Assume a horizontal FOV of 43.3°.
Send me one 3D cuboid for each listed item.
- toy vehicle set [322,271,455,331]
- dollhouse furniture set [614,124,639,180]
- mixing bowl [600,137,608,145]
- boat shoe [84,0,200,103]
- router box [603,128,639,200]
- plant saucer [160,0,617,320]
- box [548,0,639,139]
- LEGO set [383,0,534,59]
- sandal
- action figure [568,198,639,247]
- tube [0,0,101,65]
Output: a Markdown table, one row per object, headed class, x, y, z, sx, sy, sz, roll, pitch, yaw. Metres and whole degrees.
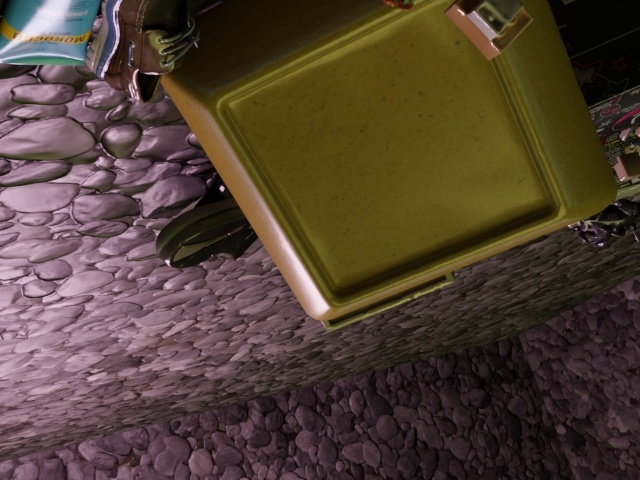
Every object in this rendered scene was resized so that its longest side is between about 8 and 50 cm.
| class | x | y | z | sx | sy | sz | roll | pitch | yaw |
| --- | --- | --- | --- | --- | --- | --- | --- | --- | --- |
| toy vehicle set | 0.024 | -0.038 | 0.909 | 0.166 | 0.267 | 0.035 | -22 | -160 | 15 |
| dollhouse furniture set | 0.376 | -0.151 | 1.040 | 0.181 | 0.161 | 0.101 | -13 | 162 | -19 |
| mixing bowl | 0.265 | -0.115 | 0.995 | 0.181 | 0.098 | 0.181 | 10 | 141 | 8 |
| boat shoe | -0.125 | -0.164 | 0.615 | 0.066 | 0.066 | 0.183 | -50 | -172 | -26 |
| router box | 0.426 | -0.122 | 1.240 | 0.178 | 0.133 | 0.046 | -20 | -155 | 7 |
| plant saucer | 0.061 | -0.087 | 0.704 | 0.332 | 0.333 | 0.081 | -23 | -154 | 15 |
| box | 0.212 | -0.170 | 0.815 | 0.247 | 0.163 | 0.142 | -23 | 165 | 14 |
| LEGO set | 0.003 | -0.206 | 0.550 | 0.287 | 0.132 | 0.107 | 17 | 153 | -24 |
| sandal | -0.116 | -0.038 | 0.995 | 0.120 | 0.086 | 0.303 | -45 | 171 | 14 |
| action figure | 0.460 | -0.075 | 1.401 | 0.275 | 0.141 | 0.164 | 10 | 148 | -27 |
| tube | -0.188 | -0.182 | 0.581 | 0.080 | 0.052 | 0.207 | 0 | 161 | -29 |
